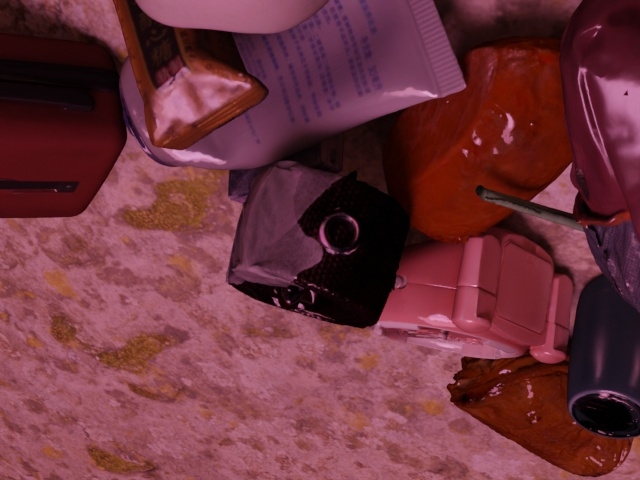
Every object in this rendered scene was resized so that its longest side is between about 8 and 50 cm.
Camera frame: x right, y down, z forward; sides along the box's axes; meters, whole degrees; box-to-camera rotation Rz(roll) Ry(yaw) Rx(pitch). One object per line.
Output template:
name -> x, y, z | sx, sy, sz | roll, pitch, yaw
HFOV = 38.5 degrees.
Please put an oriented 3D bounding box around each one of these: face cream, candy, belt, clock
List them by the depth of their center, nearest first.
candy -> -0.152, -0.220, 0.917 | 0.143, 0.271, 0.101 | -31, 157, 22
candy -> 0.279, -0.014, 0.941 | 0.335, 0.093, 0.092 | 15, 171, -35
face cream -> -0.065, -0.197, 0.981 | 0.420, 0.137, 0.235 | -19, 96, 39
belt -> 0.000, 0.000, 0.996 | 0.184, 0.164, 0.289 | 21, 170, -4
clock -> 0.161, 0.065, 1.147 | 0.241, 0.142, 0.227 | -6, 159, 44

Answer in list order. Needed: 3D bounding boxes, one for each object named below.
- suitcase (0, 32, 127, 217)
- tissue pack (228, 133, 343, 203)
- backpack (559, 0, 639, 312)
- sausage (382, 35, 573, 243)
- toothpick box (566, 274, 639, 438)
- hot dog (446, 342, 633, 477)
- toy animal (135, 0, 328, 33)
suitcase -> -0.400, -0.135, 1.111 | 0.297, 0.161, 0.236 | 0, 153, -33
tissue pack -> -0.043, -0.113, 1.078 | 0.156, 0.112, 0.051 | -18, 153, 40
backpack -> 0.335, -0.114, 0.799 | 0.283, 0.197, 0.317 | -31, 109, 6
sausage -> 0.171, -0.104, 0.944 | 0.141, 0.153, 0.268 | 11, 147, -25
toothpick box -> 0.356, 0.139, 1.096 | 0.120, 0.184, 0.120 | 15, 140, 13
hot dog -> 0.312, 0.228, 1.274 | 0.272, 0.122, 0.196 | 29, 142, -21
toy animal -> -0.105, -0.314, 0.776 | 0.310, 0.251, 0.251 | 29, 141, -1
